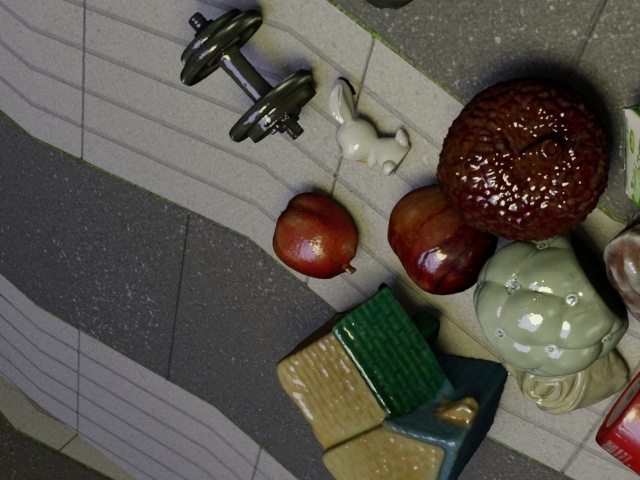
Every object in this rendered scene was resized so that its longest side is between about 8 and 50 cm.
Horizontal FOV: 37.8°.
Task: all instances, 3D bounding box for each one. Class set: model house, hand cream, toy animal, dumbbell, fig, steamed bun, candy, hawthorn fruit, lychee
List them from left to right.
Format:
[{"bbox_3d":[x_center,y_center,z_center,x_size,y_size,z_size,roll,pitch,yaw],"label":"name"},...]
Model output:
[{"bbox_3d":[-0.136,-0.298,1.703,0.290,0.192,0.192,49,139,-3],"label":"dumbbell"},{"bbox_3d":[0.000,0.000,1.853,0.188,0.169,0.169,33,137,9],"label":"hawthorn fruit"},{"bbox_3d":[0.076,-0.197,1.698,0.182,0.131,0.127,33,106,4],"label":"toy animal"},{"bbox_3d":[0.166,0.285,1.843,0.343,0.335,0.382,-36,91,38],"label":"model house"},{"bbox_3d":[0.244,-0.028,1.627,0.249,0.203,0.186,-40,129,16],"label":"fig"},{"bbox_3d":[0.311,-0.122,1.436,0.261,0.260,0.260,22,133,26],"label":"lychee"},{"bbox_3d":[0.415,0.226,1.687,0.211,0.144,0.218,-17,109,46],"label":"steamed bun"},{"bbox_3d":[0.570,0.305,1.588,0.125,0.193,0.193,35,138,11],"label":"hand cream"},{"bbox_3d":[0.569,0.068,1.427,0.289,0.157,0.214,47,158,-9],"label":"candy"}]

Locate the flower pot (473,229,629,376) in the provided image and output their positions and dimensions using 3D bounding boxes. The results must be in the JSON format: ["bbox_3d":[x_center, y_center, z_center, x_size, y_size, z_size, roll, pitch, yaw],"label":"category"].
[{"bbox_3d":[0.369,0.103,1.520,0.195,0.246,0.246,-34,97,26],"label":"flower pot"}]

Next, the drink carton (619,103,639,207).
[{"bbox_3d":[0.510,-0.077,1.273,0.108,0.271,0.161,-12,121,0],"label":"drink carton"}]

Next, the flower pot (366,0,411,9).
[{"bbox_3d":[0.115,-0.429,1.430,0.157,0.157,0.107,51,151,-5],"label":"flower pot"}]
